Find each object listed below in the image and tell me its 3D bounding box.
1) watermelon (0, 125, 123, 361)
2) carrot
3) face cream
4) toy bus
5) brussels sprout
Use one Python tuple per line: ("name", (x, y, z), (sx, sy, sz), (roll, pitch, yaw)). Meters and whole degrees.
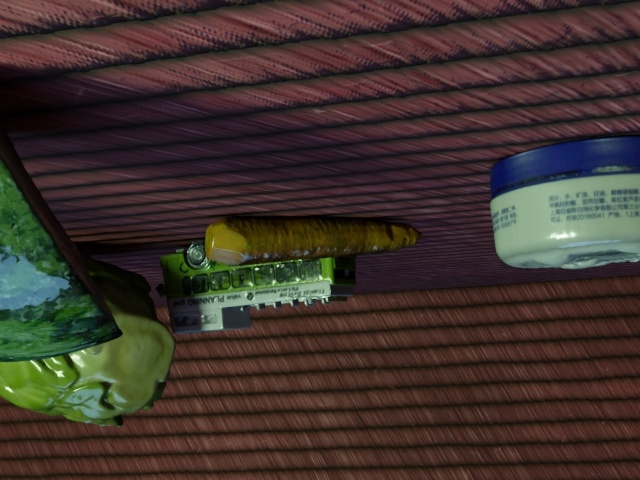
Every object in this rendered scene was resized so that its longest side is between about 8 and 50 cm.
("watermelon", (-0.287, -0.020, 0.570), (0.260, 0.256, 0.176), (-9, -142, -12))
("carrot", (0.000, 0.000, 1.128), (0.314, 0.066, 0.066), (0, 172, -23))
("face cream", (0.279, -0.031, 0.843), (0.205, 0.111, 0.206), (-4, 174, 0))
("toy bus", (-0.096, 0.062, 1.261), (0.301, 0.139, 0.113), (-8, 173, 25))
("brussels sprout", (-0.374, 0.135, 1.245), (0.328, 0.247, 0.328), (13, -174, -1))
